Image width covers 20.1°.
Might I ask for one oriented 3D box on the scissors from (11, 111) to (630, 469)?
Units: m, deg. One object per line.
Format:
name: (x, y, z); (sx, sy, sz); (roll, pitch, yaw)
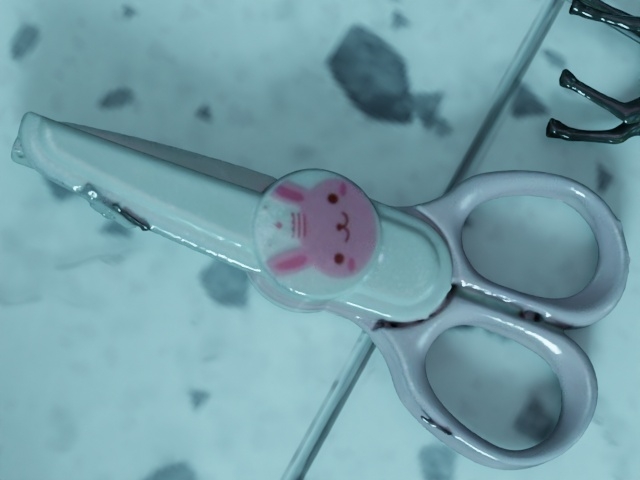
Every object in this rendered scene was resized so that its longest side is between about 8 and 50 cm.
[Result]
scissors: (0.000, 0.000, 0.690); (0.242, 0.030, 0.118); (21, 72, -7)

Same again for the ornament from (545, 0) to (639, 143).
ornament: (0.157, -0.067, 0.739); (0.125, 0.028, 0.073); (9, 74, -6)
